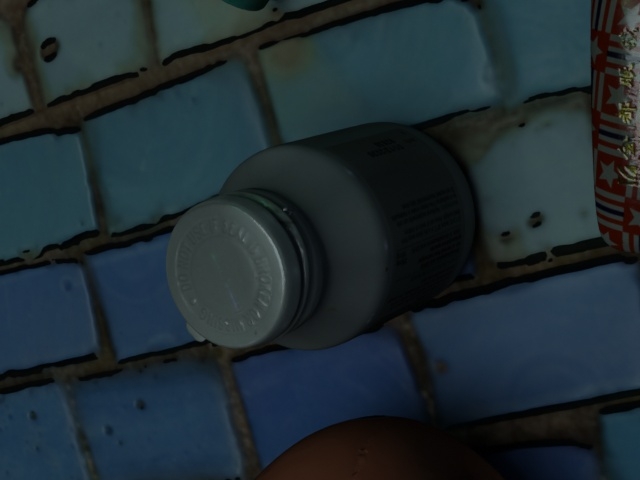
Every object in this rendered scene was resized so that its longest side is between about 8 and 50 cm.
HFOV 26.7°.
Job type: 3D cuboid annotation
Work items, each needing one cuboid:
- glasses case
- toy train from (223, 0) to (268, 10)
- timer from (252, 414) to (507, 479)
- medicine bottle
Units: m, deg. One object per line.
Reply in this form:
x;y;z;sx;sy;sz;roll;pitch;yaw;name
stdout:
0.203;-0.086;0.829;0.073;0.049;0.195;3;103;32;glasses case
-0.043;-0.277;0.924;0.159;0.101;0.248;38;121;5;toy train
0.041;0.236;0.907;0.215;0.229;0.230;-43;77;23;timer
0.000;0.000;0.882;0.135;0.215;0.135;9;107;32;medicine bottle
